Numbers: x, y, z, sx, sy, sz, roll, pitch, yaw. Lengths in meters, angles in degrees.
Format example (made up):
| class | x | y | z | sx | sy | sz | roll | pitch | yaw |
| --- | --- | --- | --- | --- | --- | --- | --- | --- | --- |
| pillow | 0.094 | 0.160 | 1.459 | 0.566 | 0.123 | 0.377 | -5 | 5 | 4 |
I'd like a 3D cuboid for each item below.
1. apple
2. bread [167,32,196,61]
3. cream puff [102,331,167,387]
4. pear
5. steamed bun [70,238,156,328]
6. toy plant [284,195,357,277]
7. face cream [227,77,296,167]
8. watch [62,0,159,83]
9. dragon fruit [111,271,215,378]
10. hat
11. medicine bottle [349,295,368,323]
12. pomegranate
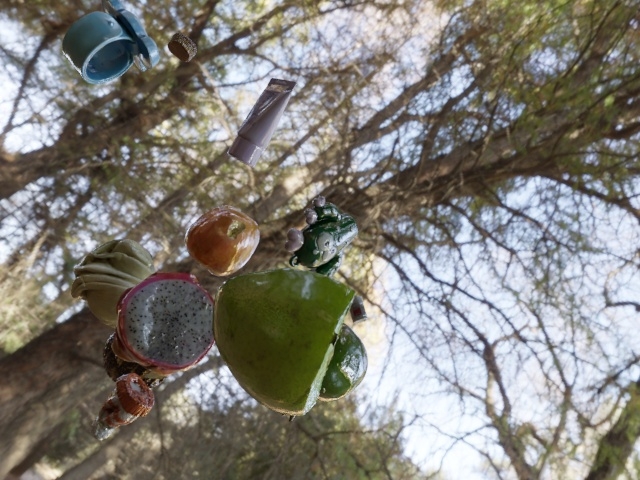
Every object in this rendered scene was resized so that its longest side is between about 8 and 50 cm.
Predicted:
| class | x | y | z | sx | sy | sz | roll | pitch | yaw |
| --- | --- | --- | --- | --- | --- | --- | --- | --- | --- |
| apple | -0.339 | -0.010 | 1.998 | 0.242 | 0.241 | 0.242 | 40 | -11 | 9 |
| bread | -0.408 | -0.578 | 1.717 | 0.085 | 0.053 | 0.085 | 25 | -24 | 12 |
| cream puff | -0.618 | 0.394 | 1.952 | 0.239 | 0.239 | 0.165 | 38 | 6 | 6 |
| pear | -0.096 | 0.169 | 0.968 | 0.239 | 0.139 | 0.287 | 28 | -51 | 14 |
| steamed bun | -0.636 | 0.120 | 1.812 | 0.276 | 0.289 | 0.203 | 10 | -51 | -4 |
| toy plant | 0.000 | 0.005 | 1.705 | 0.113 | 0.243 | 0.232 | 23 | -17 | 49 |
| face cream | -0.171 | -0.353 | 1.701 | 0.096 | 0.273 | 0.154 | 28 | 0 | -36 |
| watch | -0.537 | -0.483 | 1.455 | 0.211 | 0.193 | 0.211 | 41 | -26 | 26 |
| dragon fruit | -0.425 | 0.225 | 1.567 | 0.290 | 0.290 | 0.189 | 47 | -32 | -8 |
| hat | -0.457 | 0.385 | 1.297 | 0.093 | 0.162 | 0.112 | 47 | 5 | -41 |
| medicine bottle | 0.135 | 0.255 | 2.120 | 0.058 | 0.058 | 0.091 | 124 | -44 | -58 |
| pomegranate | -0.011 | 0.264 | 1.184 | 0.187 | 0.225 | 0.187 | 37 | -22 | 17 |
